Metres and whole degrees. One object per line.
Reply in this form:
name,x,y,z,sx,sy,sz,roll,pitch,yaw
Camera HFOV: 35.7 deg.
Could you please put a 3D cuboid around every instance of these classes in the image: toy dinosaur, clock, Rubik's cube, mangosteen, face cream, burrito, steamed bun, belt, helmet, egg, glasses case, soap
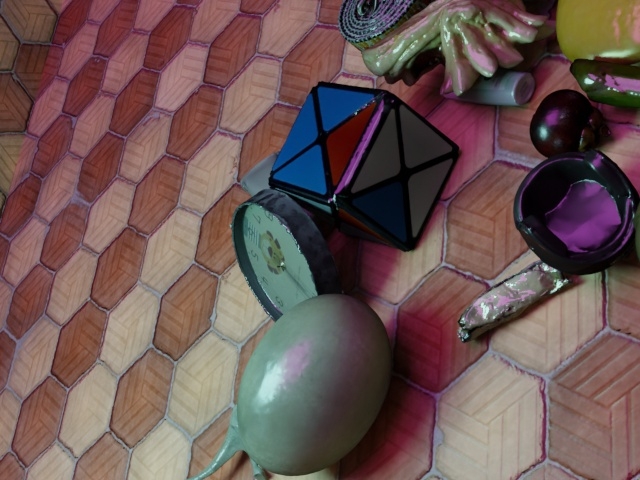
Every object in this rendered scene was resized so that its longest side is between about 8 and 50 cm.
toy dinosaur,-0.148,0.398,2.005,0.393,0.092,0.205,-42,42,22
clock,-0.074,0.048,2.009,0.061,0.313,0.312,-27,28,-28
Rubik's cube,0.086,-0.147,1.980,0.248,0.250,0.246,21,82,49
mangosteen,0.441,-0.200,1.747,0.140,0.140,0.140,-26,49,34
face cream,0.331,-0.309,1.972,0.198,0.057,0.084,18,71,50
burrito,0.324,0.104,1.710,0.229,0.063,0.058,-34,35,25
steamed bun,0.305,-0.410,1.945,0.428,0.189,0.247,-33,8,6
belt,0.166,-0.526,2.216,0.257,0.150,0.207,-54,47,6
helmet,0.415,-0.043,1.603,0.189,0.193,0.216,-47,48,5
egg,-0.011,0.263,1.812,0.258,0.258,0.352,30,95,51
glasses case,-0.064,-0.099,2.243,0.128,0.083,0.308,-51,39,1
soap,0.576,-0.498,1.787,0.306,0.115,0.427,5,71,44

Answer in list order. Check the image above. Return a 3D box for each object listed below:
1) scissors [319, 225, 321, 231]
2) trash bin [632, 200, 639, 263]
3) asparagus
scissors,0.000,0.000,2.168,0.036,0.006,0.083,-31,47,33
trash bin,0.583,-0.060,1.430,0.214,0.214,0.334,12,68,50
asparagus,0.572,-0.246,1.641,0.343,0.082,0.085,18,112,38
